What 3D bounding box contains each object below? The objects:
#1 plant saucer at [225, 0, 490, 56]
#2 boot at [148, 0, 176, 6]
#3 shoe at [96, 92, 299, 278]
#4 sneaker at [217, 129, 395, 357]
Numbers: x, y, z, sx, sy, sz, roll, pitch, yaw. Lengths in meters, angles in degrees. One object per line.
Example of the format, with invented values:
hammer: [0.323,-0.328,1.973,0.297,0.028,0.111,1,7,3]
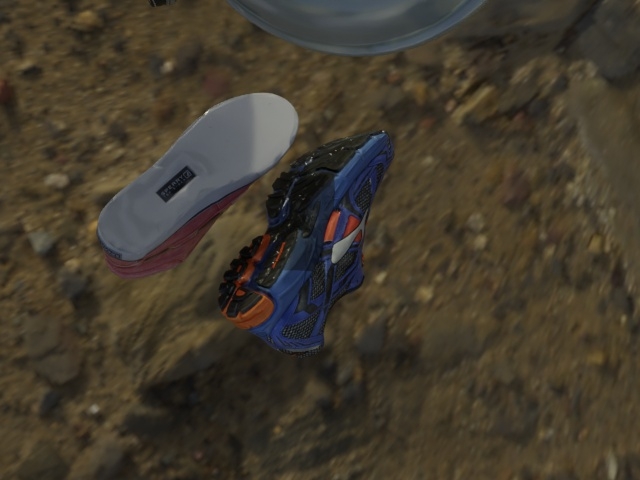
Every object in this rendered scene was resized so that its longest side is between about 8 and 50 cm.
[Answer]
plant saucer: [0.005,-0.356,1.481,0.400,0.100,0.400,8,108,25]
boot: [-0.257,-0.313,1.736,0.178,0.236,0.085,-23,51,-2]
shoe: [-0.093,-0.040,1.251,0.178,0.081,0.063,-39,80,-15]
sneaker: [0.000,0.000,1.289,0.083,0.221,0.087,-7,132,46]
